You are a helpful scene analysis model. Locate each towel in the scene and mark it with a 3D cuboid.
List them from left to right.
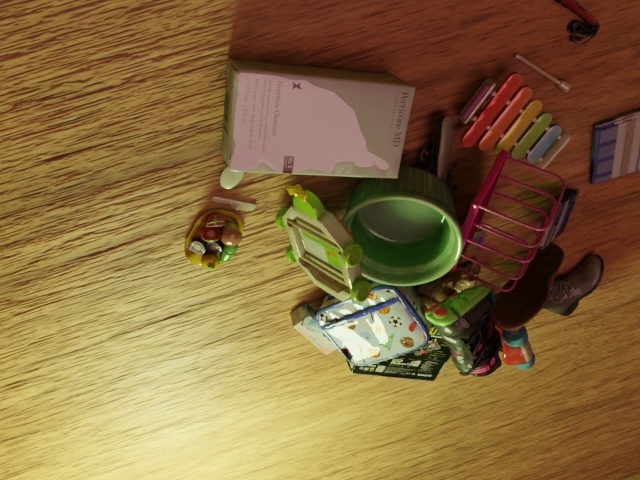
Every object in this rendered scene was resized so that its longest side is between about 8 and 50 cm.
[{"bbox_3d":[0.444,0.007,1.806,0.060,0.009,0.083,-12,128,-7],"label":"towel"},{"bbox_3d":[0.880,-0.278,1.708,0.285,0.034,0.209,-19,132,0],"label":"towel"}]

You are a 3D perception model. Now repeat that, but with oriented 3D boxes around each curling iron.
[{"bbox_3d":[0.543,-0.534,1.402,0.274,0.035,0.068,28,114,-33],"label":"curling iron"}]

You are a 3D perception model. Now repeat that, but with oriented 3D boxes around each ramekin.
[{"bbox_3d":[0.200,-0.041,1.547,0.303,0.148,0.303,6,135,6],"label":"ramekin"}]

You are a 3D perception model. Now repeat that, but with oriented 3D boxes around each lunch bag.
[{"bbox_3d":[0.141,0.218,1.728,0.303,0.115,0.243,-26,112,31],"label":"lunch bag"}]

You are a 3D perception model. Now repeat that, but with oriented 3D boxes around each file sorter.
[{"bbox_3d":[0.469,-0.036,1.567,0.182,0.202,0.291,26,148,15],"label":"file sorter"}]

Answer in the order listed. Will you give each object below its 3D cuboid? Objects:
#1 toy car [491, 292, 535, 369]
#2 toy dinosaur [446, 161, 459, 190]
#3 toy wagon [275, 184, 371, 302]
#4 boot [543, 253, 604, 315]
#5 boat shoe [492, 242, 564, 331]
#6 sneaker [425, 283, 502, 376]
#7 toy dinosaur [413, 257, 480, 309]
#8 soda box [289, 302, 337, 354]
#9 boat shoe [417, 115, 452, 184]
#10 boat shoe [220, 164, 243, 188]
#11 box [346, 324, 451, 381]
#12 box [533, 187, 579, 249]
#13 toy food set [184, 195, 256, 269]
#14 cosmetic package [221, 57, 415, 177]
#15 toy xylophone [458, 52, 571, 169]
[{"bbox_3d":[0.525,0.315,1.953,0.238,0.210,0.219,-22,141,11],"label":"toy car"},{"bbox_3d":[0.328,-0.164,1.620,0.090,0.047,0.082,-37,109,27],"label":"toy dinosaur"},{"bbox_3d":[0.000,0.000,1.505,0.068,0.267,0.344,-37,134,-26],"label":"toy wagon"},{"bbox_3d":[0.773,0.138,1.969,0.161,0.083,0.246,15,120,-20],"label":"boot"},{"bbox_3d":[0.609,0.153,1.828,0.342,0.123,0.123,-50,154,-30],"label":"boat shoe"},{"bbox_3d":[0.412,0.253,1.654,0.185,0.202,0.483,-30,155,10],"label":"sneaker"},{"bbox_3d":[0.339,0.148,1.815,0.295,0.127,0.200,-29,137,13],"label":"toy dinosaur"},{"bbox_3d":[-0.012,0.263,1.829,0.063,0.058,0.183,-35,129,11],"label":"soda box"},{"bbox_3d":[0.279,-0.203,1.545,0.079,0.084,0.233,19,130,21],"label":"boat shoe"},{"bbox_3d":[-0.197,-0.178,1.443,0.046,0.038,0.125,19,118,-17],"label":"boat shoe"},{"bbox_3d":[0.273,0.321,1.952,0.322,0.079,0.257,10,121,-24],"label":"box"},{"bbox_3d":[0.662,-0.067,1.733,0.225,0.036,0.136,-21,131,-53],"label":"box"},{"bbox_3d":[-0.253,-0.003,1.539,0.128,0.071,0.218,17,119,-28],"label":"toy food set"},{"bbox_3d":[-0.011,-0.261,1.342,0.385,0.156,0.217,-1,115,-16],"label":"cosmetic package"},{"bbox_3d":[0.488,-0.314,1.525,0.322,0.081,0.236,14,121,-26],"label":"toy xylophone"}]
